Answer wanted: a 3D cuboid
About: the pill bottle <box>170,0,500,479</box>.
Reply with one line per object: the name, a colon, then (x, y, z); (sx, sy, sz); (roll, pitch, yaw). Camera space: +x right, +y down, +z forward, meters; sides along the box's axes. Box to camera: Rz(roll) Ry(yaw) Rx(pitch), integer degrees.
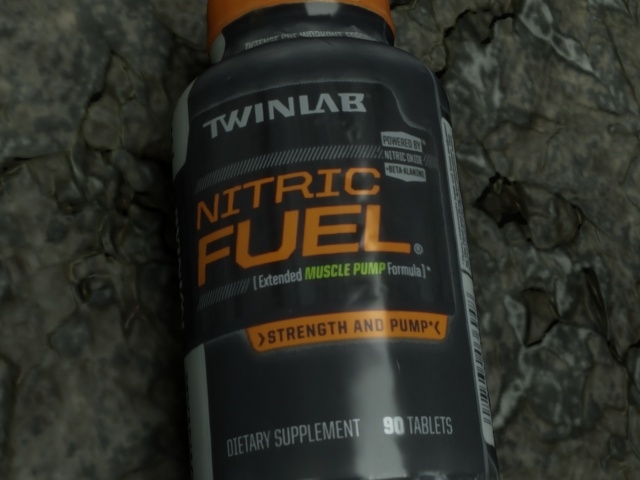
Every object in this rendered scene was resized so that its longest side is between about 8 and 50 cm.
pill bottle: (0.000, 0.000, 0.572); (0.130, 0.130, 0.246); (5, 69, -30)
